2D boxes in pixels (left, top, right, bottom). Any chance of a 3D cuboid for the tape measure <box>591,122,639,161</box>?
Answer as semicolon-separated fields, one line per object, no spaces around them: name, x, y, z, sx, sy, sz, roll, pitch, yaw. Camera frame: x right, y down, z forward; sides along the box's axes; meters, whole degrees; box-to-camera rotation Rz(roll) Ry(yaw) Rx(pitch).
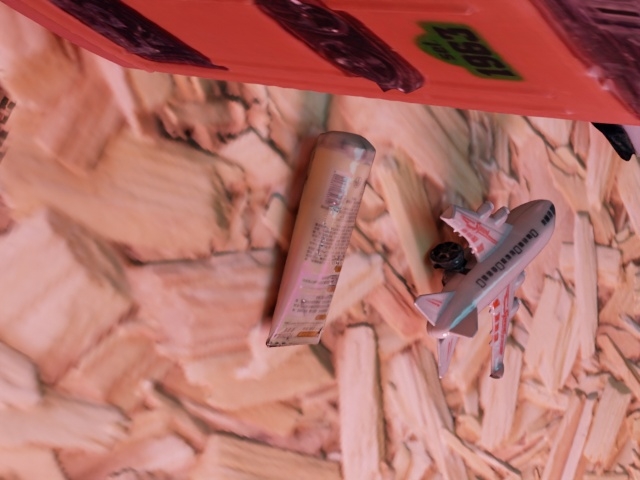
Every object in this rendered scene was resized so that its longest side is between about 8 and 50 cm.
tape measure;0.310;-0.174;1.032;0.182;0.107;0.181;38;74;-47

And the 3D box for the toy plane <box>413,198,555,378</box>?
toy plane;0.129;0.021;0.860;0.171;0.065;0.162;-51;134;-37

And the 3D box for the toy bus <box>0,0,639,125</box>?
toy bus;0.043;-0.165;0.407;0.203;0.427;0.233;27;78;-52

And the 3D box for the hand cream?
hand cream;0.000;0.000;0.716;0.061;0.039;0.143;7;101;-60
